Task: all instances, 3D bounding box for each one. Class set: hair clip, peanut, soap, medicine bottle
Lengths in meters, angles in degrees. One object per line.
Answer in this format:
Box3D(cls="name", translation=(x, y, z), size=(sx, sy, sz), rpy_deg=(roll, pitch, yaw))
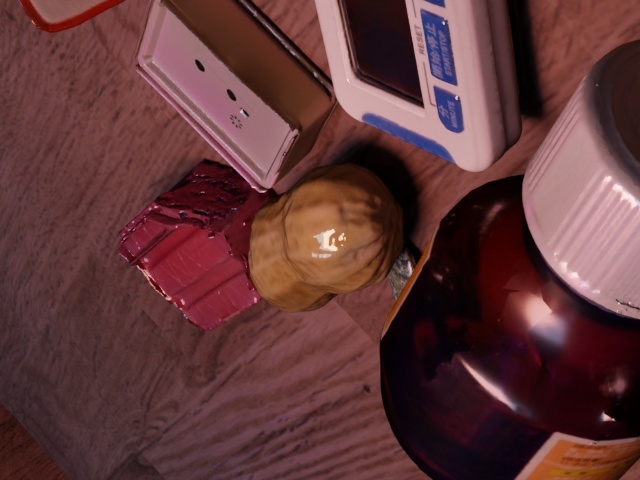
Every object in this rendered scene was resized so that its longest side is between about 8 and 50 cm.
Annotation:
Box3D(cls="hair clip", translation=(0.111, 0.093, 1.594), size=(0.066, 0.036, 0.229), rpy_deg=(19, 142, 56))
Box3D(cls="peanut", translation=(0.000, 0.000, 1.545), size=(0.130, 0.130, 0.290), rpy_deg=(51, 157, -5))
Box3D(cls="soap", translation=(-0.123, 0.006, 1.762), size=(0.162, 0.099, 0.250), rpy_deg=(51, 155, -5))
Box3D(cls="medicine bottle", translation=(0.199, 0.038, 1.158), size=(0.242, 0.242, 0.395), rpy_deg=(44, 148, 9))

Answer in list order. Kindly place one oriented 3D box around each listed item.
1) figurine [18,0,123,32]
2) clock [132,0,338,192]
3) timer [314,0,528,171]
Box3D(cls="figurine", translation=(-0.237, -0.285, 1.478), size=(0.160, 0.183, 0.226), rpy_deg=(62, 165, -8))
Box3D(cls="clock", translation=(-0.085, -0.156, 1.511), size=(0.192, 0.071, 0.147), rpy_deg=(45, 154, 6))
Box3D(cls="timer", translation=(0.074, -0.186, 1.220), size=(0.178, 0.078, 0.253), rpy_deg=(30, 148, 37))
